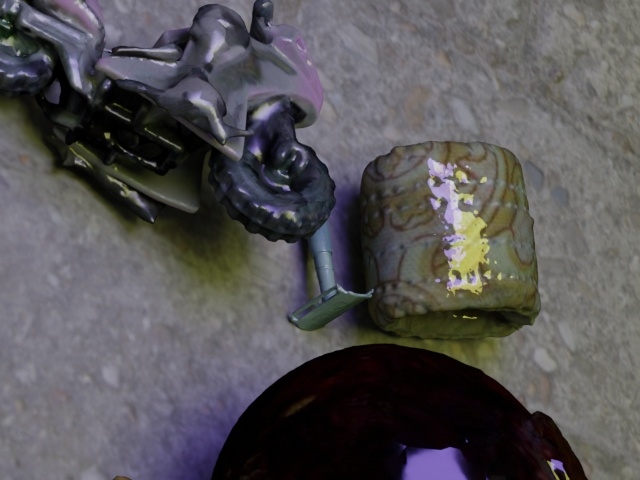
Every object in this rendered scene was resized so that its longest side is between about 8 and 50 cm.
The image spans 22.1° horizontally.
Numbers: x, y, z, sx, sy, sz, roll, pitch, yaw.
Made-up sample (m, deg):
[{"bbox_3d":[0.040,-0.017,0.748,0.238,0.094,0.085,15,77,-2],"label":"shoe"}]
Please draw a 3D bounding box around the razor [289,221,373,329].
[{"bbox_3d":[0.000,0.000,1.347,0.040,0.068,0.135,15,54,-39],"label":"razor"}]

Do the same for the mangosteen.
[{"bbox_3d":[0.024,0.239,1.157,0.306,0.359,0.306,57,14,-22],"label":"mangosteen"}]

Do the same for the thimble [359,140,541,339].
[{"bbox_3d":[0.116,0.004,1.383,0.190,0.137,0.143,12,67,-49],"label":"thimble"}]

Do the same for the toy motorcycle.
[{"bbox_3d":[-0.124,-0.127,1.234,0.327,0.143,0.188,28,48,-13],"label":"toy motorcycle"}]

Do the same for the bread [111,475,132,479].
[{"bbox_3d":[-0.124,0.290,0.991,0.274,0.274,0.149,64,18,-2],"label":"bread"}]
